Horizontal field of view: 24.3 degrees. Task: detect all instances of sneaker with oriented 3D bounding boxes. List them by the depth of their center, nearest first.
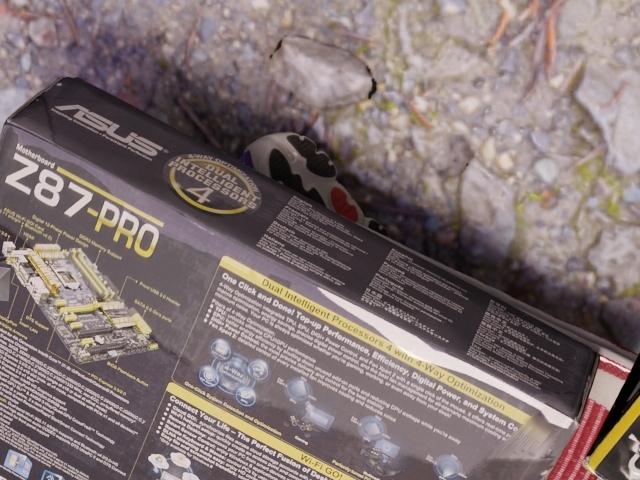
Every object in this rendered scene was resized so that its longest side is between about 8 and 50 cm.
[{"bbox_3d":[0.000,0.000,1.049,0.071,0.068,0.170,-19,105,55],"label":"sneaker"}]

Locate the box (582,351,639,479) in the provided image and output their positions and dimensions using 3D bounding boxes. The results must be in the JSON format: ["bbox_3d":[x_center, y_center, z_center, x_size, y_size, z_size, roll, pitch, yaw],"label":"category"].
[{"bbox_3d":[0.286,-0.014,0.815,0.079,0.257,0.322,36,116,7],"label":"box"}]

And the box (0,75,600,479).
[{"bbox_3d":[-0.063,0.119,0.990,0.394,0.097,0.318,27,124,5],"label":"box"}]

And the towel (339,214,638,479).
[{"bbox_3d":[0.059,0.159,1.042,0.237,0.037,0.329,25,122,6],"label":"towel"}]
